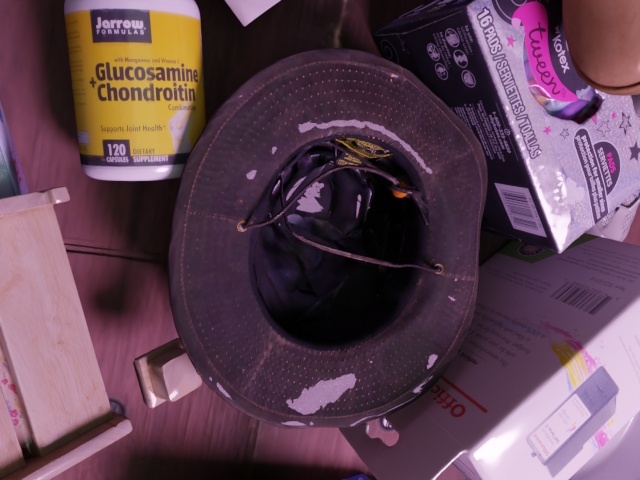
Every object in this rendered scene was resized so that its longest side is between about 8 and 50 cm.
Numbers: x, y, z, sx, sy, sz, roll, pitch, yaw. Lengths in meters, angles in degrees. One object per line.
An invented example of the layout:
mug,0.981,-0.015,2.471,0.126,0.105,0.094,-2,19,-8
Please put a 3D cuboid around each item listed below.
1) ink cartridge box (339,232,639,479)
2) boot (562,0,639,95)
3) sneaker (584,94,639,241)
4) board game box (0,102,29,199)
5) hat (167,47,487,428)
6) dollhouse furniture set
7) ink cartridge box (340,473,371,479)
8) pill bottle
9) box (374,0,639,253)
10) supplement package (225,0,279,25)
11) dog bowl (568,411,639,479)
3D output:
ink cartridge box,0.197,0.143,0.596,0.353,0.207,0.119,-37,112,-9
boot,0.150,-0.221,0.326,0.269,0.089,0.236,-5,94,-49
sneaker,0.380,-0.122,0.659,0.105,0.115,0.282,9,99,-24
board game box,-0.391,-0.056,0.379,0.317,0.066,0.319,-14,110,-19
hat,0.000,0.000,0.525,0.331,0.134,0.332,-4,100,-24
dollhouse furniture set,-0.300,0.030,0.386,0.355,0.173,0.304,-21,104,-48
ink cartridge box,-0.025,0.367,0.597,0.311,0.065,0.186,11,99,-47
pill bottle,-0.147,-0.145,0.446,0.103,0.103,0.184,-6,105,-21
box,0.195,-0.138,0.553,0.142,0.163,0.247,-36,113,-12
supplement package,0.008,-0.333,0.378,0.199,0.198,0.263,49,64,-24
dog bowl,0.390,0.241,0.755,0.264,0.104,0.265,-5,105,-21
